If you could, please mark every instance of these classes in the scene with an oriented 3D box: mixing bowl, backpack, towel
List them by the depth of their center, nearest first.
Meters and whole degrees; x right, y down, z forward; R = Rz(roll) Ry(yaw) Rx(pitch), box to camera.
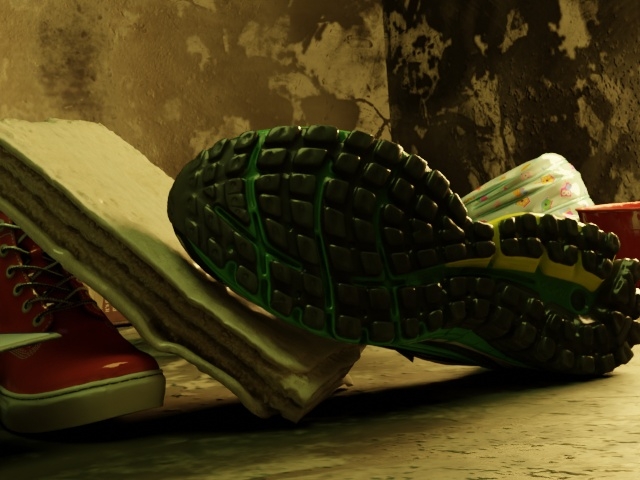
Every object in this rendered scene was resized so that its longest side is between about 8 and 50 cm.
[{"bbox_3d":[-0.098,0.013,0.909,0.282,0.049,0.187,39,13,9],"label":"towel"},{"bbox_3d":[0.353,0.009,1.387,0.181,0.098,0.181,-3,3,0],"label":"mixing bowl"},{"bbox_3d":[0.212,-0.014,1.495,0.182,0.115,0.152,-29,0,18],"label":"backpack"}]

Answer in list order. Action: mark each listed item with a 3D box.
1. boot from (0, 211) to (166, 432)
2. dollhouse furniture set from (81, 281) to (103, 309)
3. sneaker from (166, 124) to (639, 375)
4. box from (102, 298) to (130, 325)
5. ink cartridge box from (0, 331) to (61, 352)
[{"bbox_3d":[-0.183,0.032,0.912,0.088,0.176,0.244,-6,4,-32],"label":"boot"},{"bbox_3d":[-0.146,0.082,1.288,0.303,0.174,0.355,-18,-35,36],"label":"dollhouse furniture set"},{"bbox_3d":[0.048,0.028,0.921,0.343,0.134,0.146,20,-21,-26],"label":"sneaker"},{"bbox_3d":[-0.391,0.040,1.529,0.381,0.143,0.191,-7,4,-22],"label":"box"},{"bbox_3d":[-0.360,0.107,0.791,0.303,0.072,0.307,-5,0,43],"label":"ink cartridge box"}]
